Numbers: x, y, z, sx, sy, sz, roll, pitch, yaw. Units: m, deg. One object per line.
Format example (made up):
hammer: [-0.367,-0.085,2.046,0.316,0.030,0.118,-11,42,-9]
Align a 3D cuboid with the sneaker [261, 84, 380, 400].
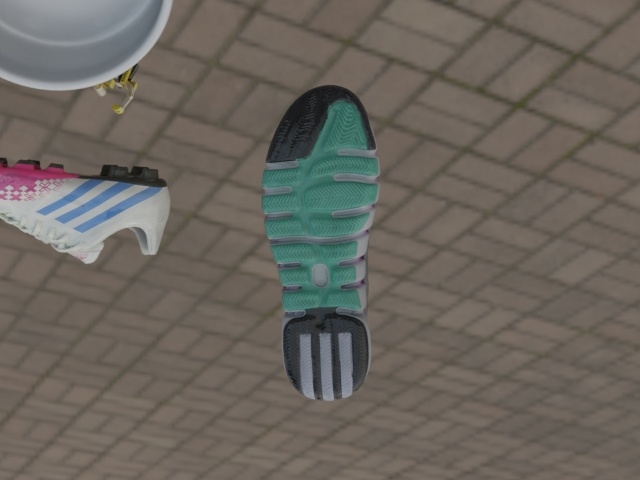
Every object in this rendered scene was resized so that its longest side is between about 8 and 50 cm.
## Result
sneaker: [0.000,0.000,0.931,0.083,0.224,0.098,2,-176,2]

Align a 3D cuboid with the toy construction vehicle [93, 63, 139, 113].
toy construction vehicle: [-0.289,-0.244,1.838,0.035,0.098,0.086,11,158,15]

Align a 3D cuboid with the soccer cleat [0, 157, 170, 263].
soccer cleat: [-0.372,-0.040,1.778,0.331,0.143,0.116,3,-176,-18]

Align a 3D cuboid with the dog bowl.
dog bowl: [-0.290,-0.304,1.387,0.265,0.104,0.265,-3,123,-4]
